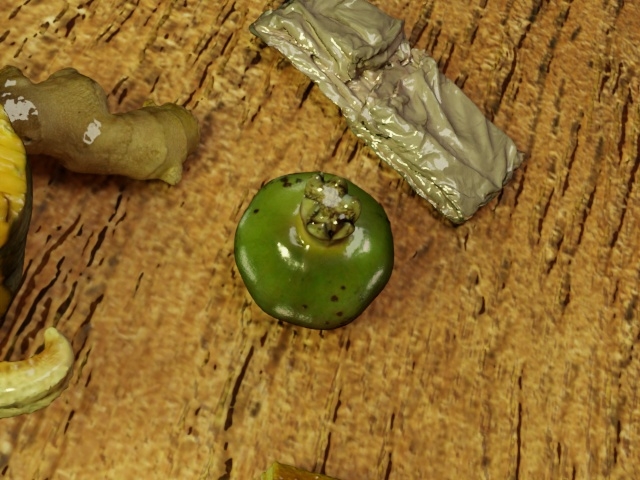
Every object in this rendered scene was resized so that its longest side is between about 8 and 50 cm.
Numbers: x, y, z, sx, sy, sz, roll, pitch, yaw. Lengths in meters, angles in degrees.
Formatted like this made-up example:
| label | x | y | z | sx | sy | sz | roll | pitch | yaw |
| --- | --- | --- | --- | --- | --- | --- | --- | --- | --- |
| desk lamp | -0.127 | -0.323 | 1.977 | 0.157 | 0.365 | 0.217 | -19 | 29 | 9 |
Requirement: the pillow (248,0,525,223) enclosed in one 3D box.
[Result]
| label | x | y | z | sx | sy | sz | roll | pitch | yaw |
| --- | --- | --- | --- | --- | --- | --- | --- | --- | --- |
| pillow | 0.064 | -0.128 | 1.113 | 0.248 | 0.049 | 0.135 | 45 | 41 | 7 |

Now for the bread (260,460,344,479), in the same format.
| label | x | y | z | sx | sy | sz | roll | pitch | yaw |
| --- | --- | --- | --- | --- | --- | --- | --- | --- | --- |
| bread | 0.006 | 0.190 | 0.813 | 0.094 | 0.035 | 0.090 | 19 | 46 | -15 |

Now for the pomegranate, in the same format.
| label | x | y | z | sx | sy | sz | roll | pitch | yaw |
| --- | --- | --- | --- | --- | --- | --- | --- | --- | --- |
| pomegranate | 0.000 | 0.000 | 0.900 | 0.115 | 0.142 | 0.114 | 3 | 69 | -9 |

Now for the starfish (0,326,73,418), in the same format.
| label | x | y | z | sx | sy | sz | roll | pitch | yaw |
| --- | --- | --- | --- | --- | --- | --- | --- | --- | --- |
| starfish | -0.288 | 0.082 | 0.578 | 0.375 | 0.327 | 0.094 | 42 | 19 | -42 |

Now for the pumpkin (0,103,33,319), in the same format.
| label | x | y | z | sx | sy | sz | roll | pitch | yaw |
| --- | --- | --- | --- | --- | --- | --- | --- | --- | --- |
| pumpkin | -0.272 | 0.021 | 0.723 | 0.190 | 0.139 | 0.280 | 23 | 46 | -8 |

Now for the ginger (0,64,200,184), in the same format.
| label | x | y | z | sx | sy | sz | roll | pitch | yaw |
| --- | --- | --- | --- | --- | --- | --- | --- | --- | --- |
| ginger | -0.208 | -0.086 | 0.901 | 0.288 | 0.075 | 0.089 | 7 | 71 | -31 |
